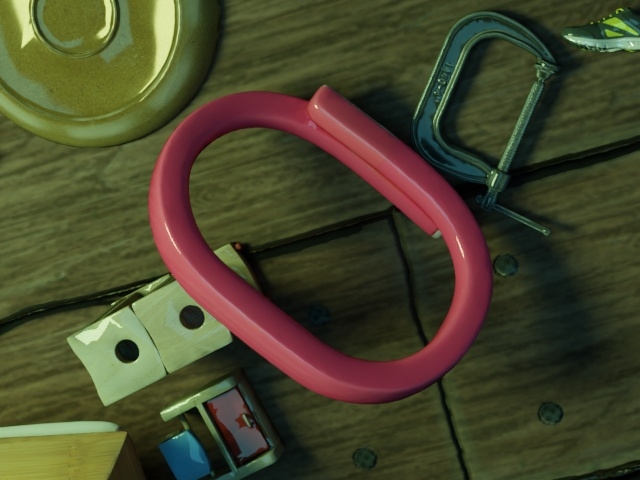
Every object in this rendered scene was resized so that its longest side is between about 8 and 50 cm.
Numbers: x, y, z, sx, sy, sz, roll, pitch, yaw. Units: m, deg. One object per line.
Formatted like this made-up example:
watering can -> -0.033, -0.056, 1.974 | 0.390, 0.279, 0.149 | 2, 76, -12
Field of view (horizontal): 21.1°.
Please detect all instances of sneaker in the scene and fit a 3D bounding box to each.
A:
sneaker -> 0.233, -0.168, 1.358 | 0.083, 0.031, 0.035 | 3, 90, 6

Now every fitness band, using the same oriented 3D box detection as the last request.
fitness band -> 0.000, 0.000, 1.362 | 0.291, 0.054, 0.209 | 38, 65, -1

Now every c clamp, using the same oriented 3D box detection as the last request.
c clamp -> 0.146, -0.101, 1.394 | 0.137, 0.022, 0.160 | 19, 107, 11

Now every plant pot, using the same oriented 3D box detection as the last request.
plant pot -> -0.202, -0.191, 1.432 | 0.236, 0.032, 0.236 | 2, 103, 9

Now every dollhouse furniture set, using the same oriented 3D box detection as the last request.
dollhouse furniture set -> -0.093, 0.117, 1.429 | 0.129, 0.129, 0.183 | -27, 95, 15

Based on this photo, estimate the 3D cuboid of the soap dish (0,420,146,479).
soap dish -> -0.237, 0.293, 1.455 | 0.229, 0.118, 0.291 | -5, 124, 13
